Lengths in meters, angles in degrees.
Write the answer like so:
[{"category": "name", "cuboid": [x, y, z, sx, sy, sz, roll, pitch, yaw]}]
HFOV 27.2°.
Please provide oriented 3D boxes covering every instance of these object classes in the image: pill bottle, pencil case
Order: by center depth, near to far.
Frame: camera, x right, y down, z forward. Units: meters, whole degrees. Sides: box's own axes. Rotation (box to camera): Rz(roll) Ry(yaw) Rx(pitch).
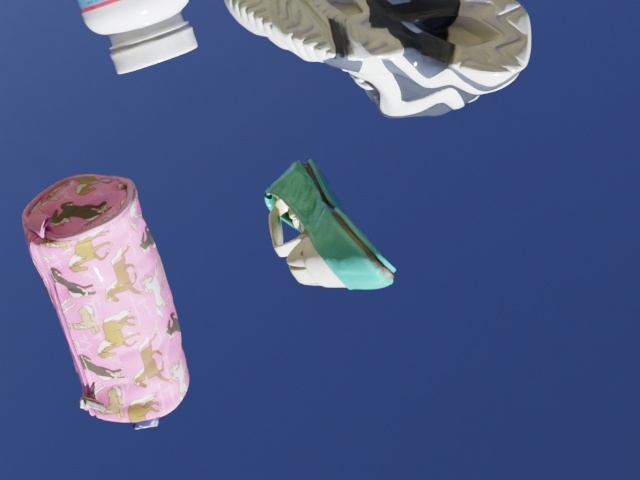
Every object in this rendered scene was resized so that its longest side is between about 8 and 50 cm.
[{"category": "pill bottle", "cuboid": [-0.151, -0.212, 1.002, 0.087, 0.160, 0.087, -18, -168, 4]}, {"category": "pencil case", "cuboid": [-0.301, 0.088, 1.880, 0.160, 0.386, 0.167, 0, -143, 13]}]

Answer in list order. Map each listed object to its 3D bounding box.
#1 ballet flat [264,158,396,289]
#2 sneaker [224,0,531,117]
[{"category": "ballet flat", "cuboid": [0.000, 0.000, 1.322, 0.087, 0.083, 0.247, -39, -149, 3]}, {"category": "sneaker", "cuboid": [0.034, -0.152, 1.034, 0.235, 0.153, 0.094, 6, -107, -8]}]
